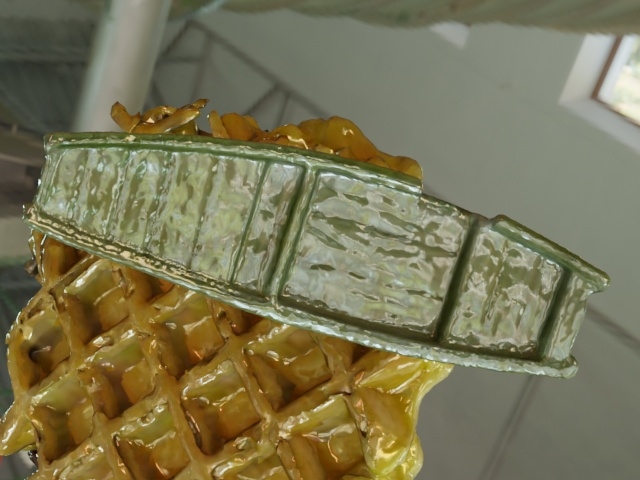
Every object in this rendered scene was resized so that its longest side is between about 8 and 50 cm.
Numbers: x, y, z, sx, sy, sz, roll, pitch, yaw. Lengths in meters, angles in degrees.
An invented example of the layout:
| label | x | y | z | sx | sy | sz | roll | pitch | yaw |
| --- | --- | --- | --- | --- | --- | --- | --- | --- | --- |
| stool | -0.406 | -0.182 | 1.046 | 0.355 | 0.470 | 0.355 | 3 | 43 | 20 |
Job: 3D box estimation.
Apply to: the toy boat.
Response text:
| label | x | y | z | sx | sy | sz | roll | pitch | yaw |
| --- | --- | --- | --- | --- | --- | --- | --- | --- | --- |
| toy boat | 0.000 | 0.000 | 0.631 | 0.293 | 0.093 | 0.055 | 15 | -167 | -11 |

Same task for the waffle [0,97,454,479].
| label | x | y | z | sx | sy | sz | roll | pitch | yaw |
| --- | --- | --- | --- | --- | --- | --- | --- | --- | --- |
| waffle | -0.085 | 0.084 | 0.914 | 0.380 | 0.382 | 0.095 | 9 | 176 | 28 |
